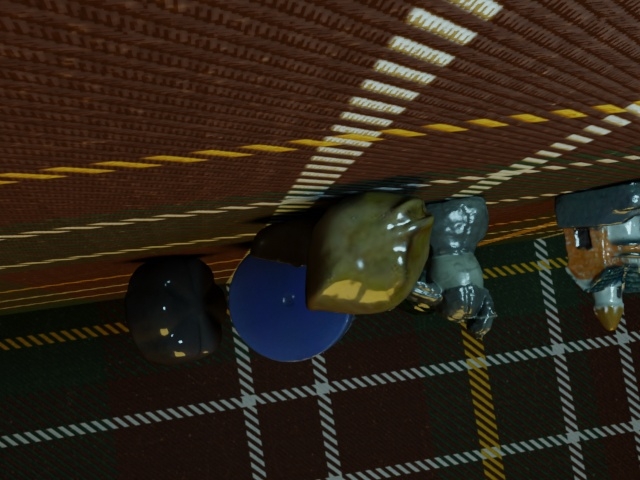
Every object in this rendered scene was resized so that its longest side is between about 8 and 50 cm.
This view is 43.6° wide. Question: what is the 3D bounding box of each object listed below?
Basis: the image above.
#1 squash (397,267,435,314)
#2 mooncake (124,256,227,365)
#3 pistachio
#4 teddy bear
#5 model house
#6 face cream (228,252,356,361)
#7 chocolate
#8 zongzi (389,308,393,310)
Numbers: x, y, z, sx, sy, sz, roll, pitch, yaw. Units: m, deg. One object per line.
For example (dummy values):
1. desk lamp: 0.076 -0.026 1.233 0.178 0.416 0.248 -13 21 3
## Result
1. squash: 0.247 0.078 1.949 0.218 0.172 0.218 -36 -155 20
2. mooncake: -0.302 0.148 1.689 0.133 0.244 0.245 -13 174 30
3. pistachio: 0.068 0.020 1.124 0.213 0.163 0.260 -35 172 9
4. teddy bear: 0.208 0.041 1.394 0.171 0.251 0.144 7 170 -13
5. model house: 0.619 0.033 1.619 0.190 0.300 0.271 -3 180 40
6. face cream: -0.047 0.118 1.664 0.249 0.249 0.225 -9 179 9
7. chocolate: 0.001 -0.001 1.306 0.161 0.083 0.261 8 -177 27
8. zongzi: 0.066 0.030 1.835 0.248 0.241 0.111 16 -132 32
